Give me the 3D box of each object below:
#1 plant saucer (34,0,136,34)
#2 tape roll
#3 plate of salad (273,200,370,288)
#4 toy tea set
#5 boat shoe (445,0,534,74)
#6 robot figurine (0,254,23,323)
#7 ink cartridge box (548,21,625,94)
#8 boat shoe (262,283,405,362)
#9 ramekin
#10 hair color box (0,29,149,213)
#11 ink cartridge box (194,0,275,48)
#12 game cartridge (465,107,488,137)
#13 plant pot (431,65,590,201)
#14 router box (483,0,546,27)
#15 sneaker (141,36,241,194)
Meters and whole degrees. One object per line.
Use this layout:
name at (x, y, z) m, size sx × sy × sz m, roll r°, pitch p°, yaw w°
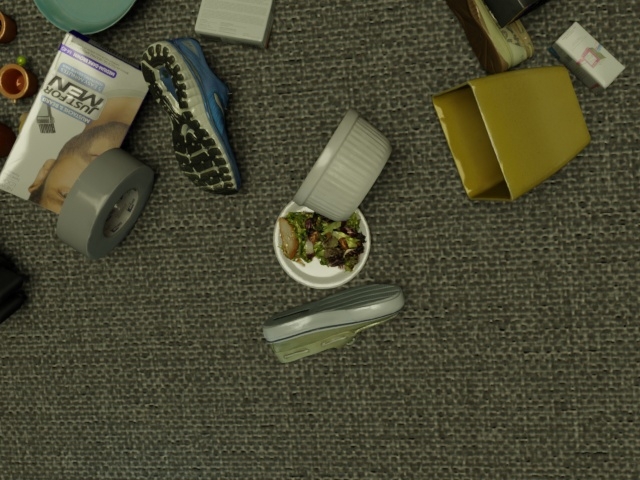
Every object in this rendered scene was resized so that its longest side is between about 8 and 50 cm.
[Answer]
plant saucer at (-0.460, -0.572, 1.516) m, size 0.317 × 0.044 × 0.317 m, roll 3°, pitch 97°, yaw 23°
tape roll at (-0.422, -0.072, 1.498) m, size 0.072 × 0.219 × 0.219 m, roll 31°, pitch 100°, yaw 5°
plate of salad at (0.000, 0.000, 1.514) m, size 0.200 × 0.048 × 0.200 m, roll 1°, pitch 95°, yaw 10°
toy tea set at (-0.687, -0.315, 1.570) m, size 0.200 × 0.124 × 0.336 m, roll -19°, pitch 92°, yaw 12°
boat shoe at (0.296, -0.448, 1.395) m, size 0.089 × 0.104 × 0.285 m, roll -28°, pitch 99°, yaw -11°
robot figurine at (-0.775, 0.082, 1.607) m, size 0.278 × 0.173 × 0.209 m, roll 19°, pitch 81°, yaw 8°
ink cartridge box at (0.480, -0.328, 1.370) m, size 0.052 × 0.088 × 0.122 m, roll -45°, pitch 87°, yaw 9°
boat shoe at (0.032, 0.165, 1.509) m, size 0.302 × 0.109 × 0.094 m, roll -16°, pitch 108°, yaw 21°
ramekin at (0.046, -0.133, 1.417) m, size 0.109 × 0.207 × 0.207 m, roll 32°, pitch 101°, yaw -3°
hair color box at (-0.489, -0.226, 1.521) m, size 0.185 × 0.110 × 0.339 m, roll 25°, pitch 102°, yaw -19°
ink cartridge box at (-0.160, -0.480, 1.509) m, size 0.145 × 0.045 × 0.179 m, roll 12°, pitch 80°, yaw 10°
game cartridge at (0.285, -0.227, 1.455) m, size 0.083 × 0.017 × 0.056 m, roll 16°, pitch 95°, yaw 9°
plant pot at (0.346, -0.204, 1.349) m, size 0.187 × 0.212 × 0.212 m, roll -23°, pitch 97°, yaw -7°
router box at (0.338, -0.563, 1.322) m, size 0.243 × 0.081 × 0.309 m, roll -34°, pitch 90°, yaw -18°
sneaker at (-0.219, -0.244, 1.485) m, size 0.130 × 0.147 × 0.330 m, roll 0°, pitch 119°, yaw 36°
